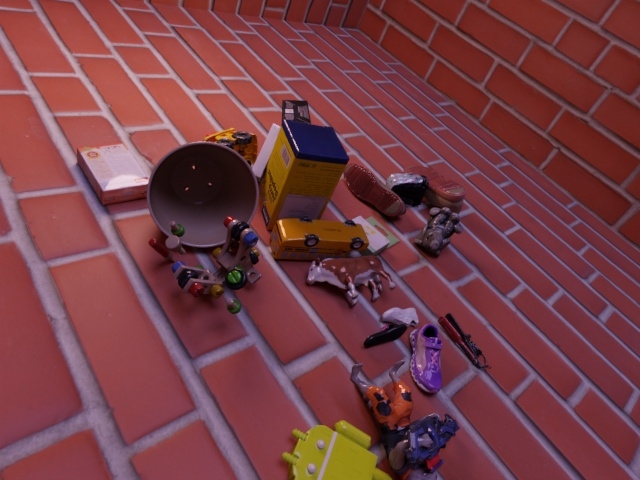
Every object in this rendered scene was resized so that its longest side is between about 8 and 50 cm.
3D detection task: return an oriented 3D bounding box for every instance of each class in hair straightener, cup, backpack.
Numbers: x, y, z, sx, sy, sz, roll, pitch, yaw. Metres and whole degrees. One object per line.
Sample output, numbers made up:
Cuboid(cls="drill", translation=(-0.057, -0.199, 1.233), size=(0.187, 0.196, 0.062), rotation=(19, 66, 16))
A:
Cuboid(cls="hair straightener", translation=(0.515, 0.348, 1.526), size=(0.089, 0.047, 0.230), rotation=(-17, 56, -40))
Cuboid(cls="cup", translation=(-0.391, -0.172, 1.418), size=(0.331, 0.330, 0.237), rotation=(5, 19, -25))
Cuboid(cls="backpack", translation=(0.396, -0.244, 2.043), size=(0.182, 0.151, 0.115), rotation=(0, 39, -13))

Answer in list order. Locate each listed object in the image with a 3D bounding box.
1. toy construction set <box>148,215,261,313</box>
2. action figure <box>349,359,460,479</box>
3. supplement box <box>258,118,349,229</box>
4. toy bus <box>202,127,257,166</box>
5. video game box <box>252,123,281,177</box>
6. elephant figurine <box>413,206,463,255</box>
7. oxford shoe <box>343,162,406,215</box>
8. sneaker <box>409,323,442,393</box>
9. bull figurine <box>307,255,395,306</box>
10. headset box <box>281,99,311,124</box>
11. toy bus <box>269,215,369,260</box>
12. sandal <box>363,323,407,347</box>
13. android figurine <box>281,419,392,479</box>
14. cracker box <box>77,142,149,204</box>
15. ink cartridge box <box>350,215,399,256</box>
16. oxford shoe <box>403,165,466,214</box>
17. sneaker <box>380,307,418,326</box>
Cuboid(cls="toy construction set", translation=(-0.317, 0.072, 1.293), size=(0.309, 0.237, 0.257), rotation=(16, 68, 12))
Cuboid(cls="action figure", translation=(0.231, 0.495, 1.172), size=(0.341, 0.179, 0.330), rotation=(24, 38, -49))
Cuboid(cls="supplement box", translation=(-0.076, -0.222, 1.571), size=(0.194, 0.356, 0.195), rotation=(2, 45, -28))
Cuboid(cls="toy bus", translation=(-0.392, -0.366, 1.735), size=(0.212, 0.149, 0.220), rotation=(29, 40, 23))
Cuboid(cls="video game box", translation=(-0.209, -0.330, 1.683), size=(0.048, 0.205, 0.187), rotation=(24, -1, -10))
Cuboid(cls="elephant figurine", translation=(0.473, -0.015, 1.826), size=(0.169, 0.186, 0.239), rotation=(14, 56, 40))
Cuboid(cls="oxford shoe", translation=(0.242, -0.218, 1.963), size=(0.348, 0.123, 0.130), rotation=(47, 17, 25))
Cuboid(cls="sneaker", translation=(0.343, 0.359, 1.376), size=(0.095, 0.104, 0.236), rotation=(18, 41, -13))
Cuboid(cls="bull figurine", translation=(0.108, 0.126, 1.503), size=(0.311, 0.101, 0.188), rotation=(-10, 56, -34))
Cuboid(cls="headset box", translation=(-0.108, -0.397, 1.802), size=(0.110, 0.293, 0.218), rotation=(1, 41, -7))
Cuboid(cls="toy bus", translation=(0.000, 0.000, 1.552), size=(0.333, 0.130, 0.108), rotation=(4, 44, -26))
Cuboid(cls="sandal", translation=(0.206, 0.296, 1.402), size=(0.179, 0.067, 0.040), rotation=(-8, 40, -32))
Cuboid(cls="android figurine", translation=(0.037, 0.552, 1.039), size=(0.273, 0.056, 0.248), rotation=(32, 40, 3))
Cuboid(cls="cracker box", translation=(-0.693, -0.228, 1.465), size=(0.156, 0.067, 0.232), rotation=(-18, 56, -40))
Cuboid(cls="ink cartridge box", translation=(0.209, -0.030, 1.762), size=(0.171, 0.056, 0.235), rotation=(43, 44, 20))
Cuboid(cls="oxford shoe", translation=(0.538, -0.249, 2.137), size=(0.141, 0.146, 0.397), rotation=(-19, 38, -18))
Cuboid(cls="sneaker", translation=(0.273, 0.263, 1.480), size=(0.152, 0.053, 0.061), rotation=(2, 48, -28))
